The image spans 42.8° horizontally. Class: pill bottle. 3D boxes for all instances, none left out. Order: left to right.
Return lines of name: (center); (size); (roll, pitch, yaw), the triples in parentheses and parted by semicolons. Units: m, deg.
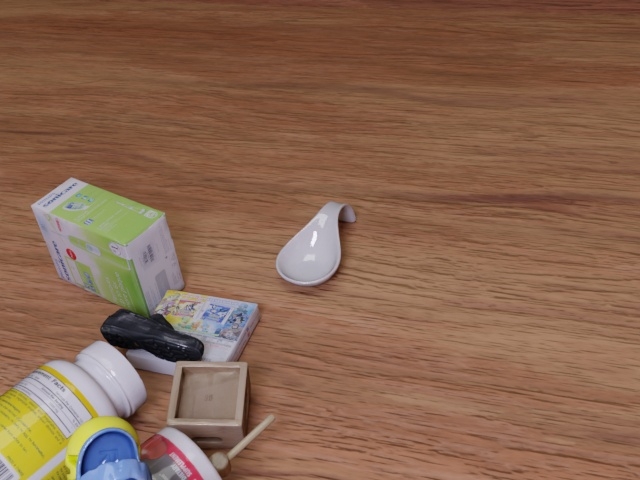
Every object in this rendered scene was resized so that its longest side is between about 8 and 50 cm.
pill bottle: (-0.458, 0.321, 1.351); (0.187, 0.188, 0.334); (24, 47, 33)
pill bottle: (-0.299, 0.434, 1.194); (0.318, 0.176, 0.176); (-35, 46, -30)

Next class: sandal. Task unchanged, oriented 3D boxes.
sandal: (-0.262, 0.390, 1.038); (0.126, 0.318, 0.138); (-8, -1, -26)

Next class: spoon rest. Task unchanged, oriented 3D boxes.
spoon rest: (0.000, 0.000, 1.768); (0.137, 0.084, 0.276); (10, 41, 20)

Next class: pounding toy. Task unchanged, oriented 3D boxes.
pounding toy: (-0.165, 0.318, 1.395); (0.180, 0.094, 0.206); (0, 48, 1)

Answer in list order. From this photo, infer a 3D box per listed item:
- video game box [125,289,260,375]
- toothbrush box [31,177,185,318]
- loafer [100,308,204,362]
video game box: (-0.246, 0.185, 1.601); (0.205, 0.048, 0.187); (8, 44, 18)
toothbrush box: (-0.444, 0.014, 1.718); (0.283, 0.206, 0.122); (21, 47, 29)
loafer: (-0.310, 0.172, 1.531); (0.223, 0.076, 0.078); (10, 51, 25)
